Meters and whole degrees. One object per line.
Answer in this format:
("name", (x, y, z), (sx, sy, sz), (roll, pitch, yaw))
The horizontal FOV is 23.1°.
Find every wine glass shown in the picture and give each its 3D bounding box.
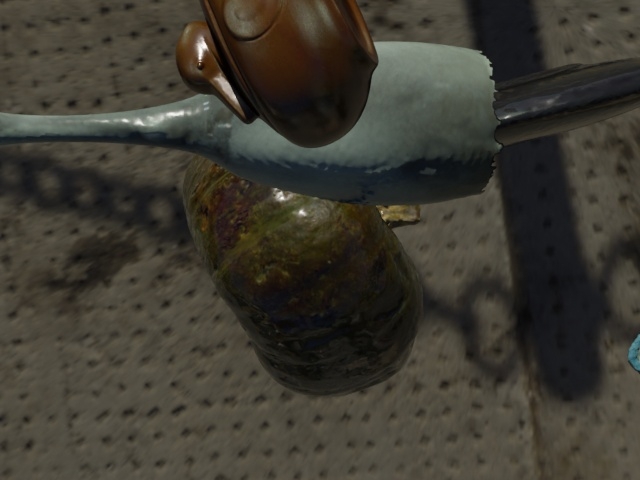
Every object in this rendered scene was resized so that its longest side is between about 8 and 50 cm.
("wine glass", (-0.064, 0.013, 0.903), (0.310, 0.096, 0.264), (-1, 115, -9))

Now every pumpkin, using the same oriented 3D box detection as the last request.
("pumpkin", (0.000, 0.000, 1.613), (0.242, 0.232, 0.325), (-32, 88, -10))

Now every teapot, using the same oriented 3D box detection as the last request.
("teapot", (-0.028, -0.095, 0.668), (0.078, 0.098, 0.129), (-27, 69, 12))

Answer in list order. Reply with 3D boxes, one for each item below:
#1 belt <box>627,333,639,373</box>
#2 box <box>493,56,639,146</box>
("belt", (0.242, 0.065, 0.756), (0.179, 0.065, 0.100), (18, 97, 17))
("box", (0.127, -0.084, 1.041), (0.201, 0.212, 0.042), (-16, 92, -5))
